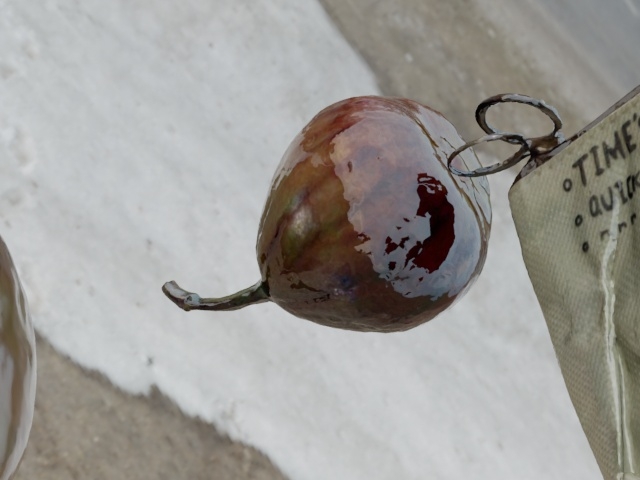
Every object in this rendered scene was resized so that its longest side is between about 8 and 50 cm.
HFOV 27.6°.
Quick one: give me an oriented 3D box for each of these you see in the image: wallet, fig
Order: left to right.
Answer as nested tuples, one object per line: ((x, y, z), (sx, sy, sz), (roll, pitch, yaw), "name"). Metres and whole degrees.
((0.025, 0.000, 0.826), (0.148, 0.202, 0.149), (38, -7, -15), "fig")
((0.211, 0.002, 0.617), (0.068, 0.335, 0.275), (5, 64, -38), "wallet")

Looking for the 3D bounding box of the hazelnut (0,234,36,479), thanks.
((-0.338, 0.068, 0.738), (0.315, 0.372, 0.372), (31, 36, -58), "hazelnut")
